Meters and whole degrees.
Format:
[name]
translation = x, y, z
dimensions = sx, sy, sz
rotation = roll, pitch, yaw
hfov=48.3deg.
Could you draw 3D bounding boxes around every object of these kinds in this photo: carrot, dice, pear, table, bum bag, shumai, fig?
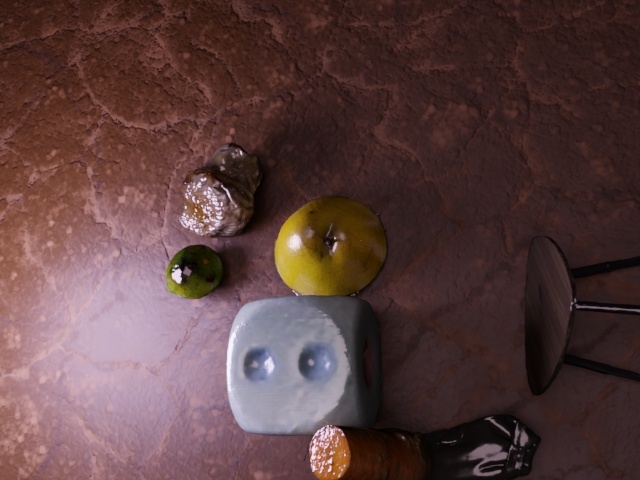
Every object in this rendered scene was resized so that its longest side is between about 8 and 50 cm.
[carrot]
translation = 0.104, 0.410, 1.318
dimensions = 0.138, 0.301, 0.139
rotation = -13, 69, 36
[dice]
translation = -0.026, 0.255, 1.454
dimensions = 0.262, 0.268, 0.265
rotation = -5, 79, 15
[pear]
translation = 0.002, -0.002, 1.546
dimensions = 0.266, 0.178, 0.267
rotation = -4, 74, 16
[table]
translation = 0.542, 0.156, 1.353
dimensions = 0.248, 0.317, 0.318
rotation = 3, 80, 2
[bum bag]
translation = 0.284, 0.440, 1.427
dimensions = 0.326, 0.079, 0.142
rotation = -22, 67, 24
[shumai]
translation = -0.210, -0.110, 1.661
dimensions = 0.184, 0.218, 0.185
rotation = 44, 55, 15
[fig]
translation = -0.303, 0.084, 1.664
dimensions = 0.156, 0.123, 0.123
rotation = -41, 66, 46
